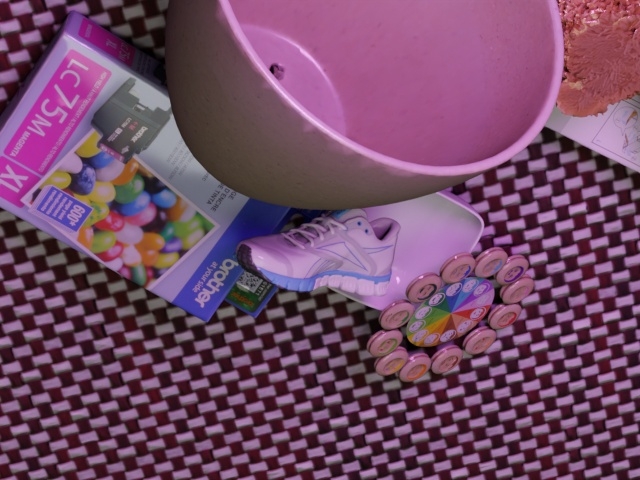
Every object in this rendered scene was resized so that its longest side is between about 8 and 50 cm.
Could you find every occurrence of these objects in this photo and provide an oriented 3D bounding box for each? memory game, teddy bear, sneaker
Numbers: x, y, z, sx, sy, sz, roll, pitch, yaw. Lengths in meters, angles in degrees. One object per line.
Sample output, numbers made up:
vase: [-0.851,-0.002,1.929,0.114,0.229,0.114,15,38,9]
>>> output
memory game: [0.128,0.075,1.906,0.186,0.012,0.186,-22,145,-17]
teddy bear: [0.353,-0.182,1.704,0.338,0.113,0.245,-13,125,-1]
sneaker: [0.000,0.000,1.765,0.190,0.071,0.083,1,116,-48]

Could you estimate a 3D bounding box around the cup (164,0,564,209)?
cup: [0.002,-0.156,1.626,0.331,0.331,0.237,21,147,-21]

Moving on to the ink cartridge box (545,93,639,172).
ink cartridge box: [0.380,-0.177,1.790,0.261,0.066,0.296,27,116,-13]

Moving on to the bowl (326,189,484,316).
bowl: [0.067,-0.007,1.862,0.142,0.053,0.142,24,117,-23]

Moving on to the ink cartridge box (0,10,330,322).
ink cartridge box: [-0.142,-0.051,1.770,0.311,0.065,0.186,29,115,-18]
